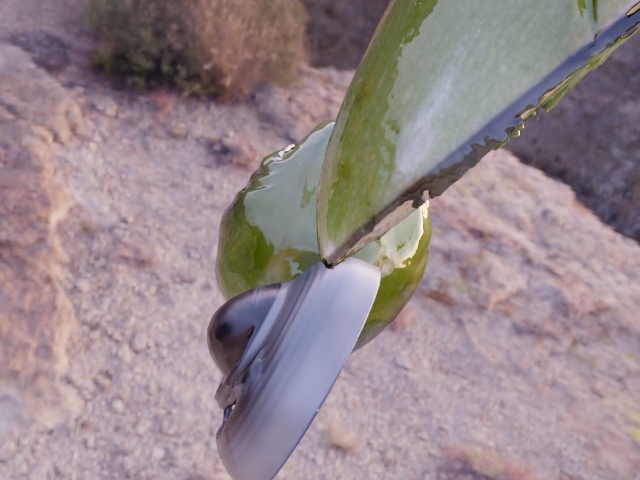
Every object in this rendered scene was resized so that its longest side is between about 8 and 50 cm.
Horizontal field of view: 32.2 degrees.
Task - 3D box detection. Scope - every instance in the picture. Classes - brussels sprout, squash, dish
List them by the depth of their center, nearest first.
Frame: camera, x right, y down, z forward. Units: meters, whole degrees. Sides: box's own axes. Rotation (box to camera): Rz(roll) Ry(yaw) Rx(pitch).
[{"bbox_3d":[0.125,-0.098,0.826,0.210,0.308,0.233,21,2,3],"label":"squash"},{"bbox_3d":[-0.059,0.118,1.180,0.134,0.273,0.273,29,30,-3],"label":"dish"},{"bbox_3d":[0.000,0.000,1.465,0.268,0.344,0.344,23,29,-10],"label":"brussels sprout"}]
